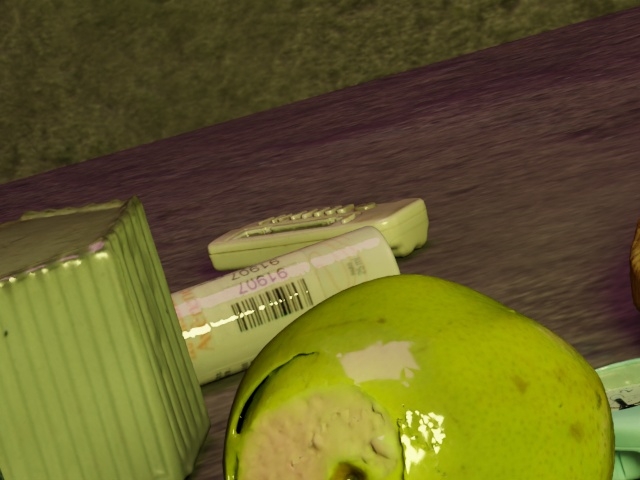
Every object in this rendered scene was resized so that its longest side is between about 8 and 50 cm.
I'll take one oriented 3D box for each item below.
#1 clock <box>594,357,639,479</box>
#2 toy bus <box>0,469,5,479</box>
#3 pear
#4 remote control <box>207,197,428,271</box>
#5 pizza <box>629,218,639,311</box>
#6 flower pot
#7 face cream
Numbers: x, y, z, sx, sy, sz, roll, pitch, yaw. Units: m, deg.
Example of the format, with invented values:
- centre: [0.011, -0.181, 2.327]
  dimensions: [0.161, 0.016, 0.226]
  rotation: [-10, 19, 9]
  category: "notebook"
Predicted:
- centre: [0.173, 0.103, 1.050]
  dimensions: [0.147, 0.045, 0.108]
  rotation: [-7, 14, 44]
  category: "clock"
- centre: [-0.290, 0.185, 1.110]
  dimensions: [0.147, 0.128, 0.256]
  rotation: [-26, 17, -35]
  category: "toy bus"
- centre: [0.057, 0.104, 0.906]
  dimensions: [0.187, 0.187, 0.220]
  rotation: [-8, -4, 38]
  category: "pear"
- centre: [0.000, -0.001, 1.781]
  dimensions: [0.230, 0.049, 0.090]
  rotation: [-7, 16, 39]
  category: "remote control"
- centre: [0.350, -0.001, 1.242]
  dimensions: [0.288, 0.075, 0.280]
  rotation: [-9, 17, 24]
  category: "pizza"
- centre: [-0.204, 0.093, 1.270]
  dimensions: [0.209, 0.189, 0.239]
  rotation: [-14, 12, 9]
  category: "flower pot"
- centre: [-0.067, 0.066, 1.479]
  dimensions: [0.269, 0.082, 0.082]
  rotation: [-19, 12, -13]
  category: "face cream"
